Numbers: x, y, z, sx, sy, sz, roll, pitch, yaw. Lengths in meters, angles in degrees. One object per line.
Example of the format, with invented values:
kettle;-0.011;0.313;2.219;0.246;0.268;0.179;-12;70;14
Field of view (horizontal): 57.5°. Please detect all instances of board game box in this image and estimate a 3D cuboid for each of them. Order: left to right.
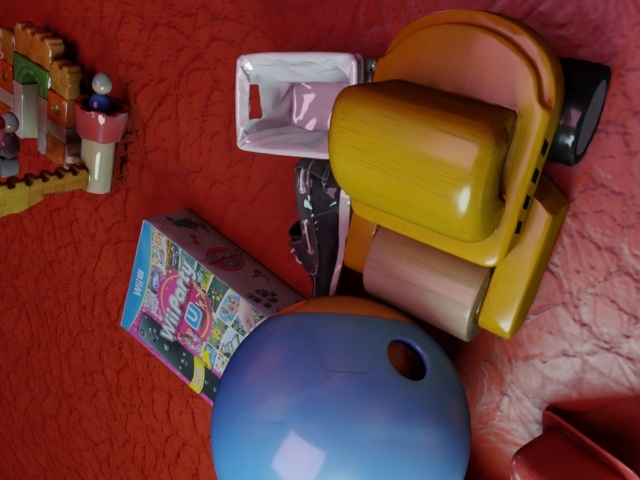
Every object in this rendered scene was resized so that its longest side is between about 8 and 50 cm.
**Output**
board game box;-0.161;0.125;0.907;0.303;0.097;0.224;35;122;22

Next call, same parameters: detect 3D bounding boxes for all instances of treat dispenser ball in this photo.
treat dispenser ball;0.021;0.206;0.657;0.288;0.288;0.288;13;113;32

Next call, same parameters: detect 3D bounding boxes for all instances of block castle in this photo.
block castle;-0.555;-0.234;0.935;0.453;0.303;0.213;30;120;23

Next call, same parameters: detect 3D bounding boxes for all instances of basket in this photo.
basket;-0.005;-0.159;0.684;0.167;0.103;0.113;12;107;33

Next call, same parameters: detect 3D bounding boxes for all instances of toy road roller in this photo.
toy road roller;0.111;-0.045;0.556;0.202;0.240;0.329;24;118;28

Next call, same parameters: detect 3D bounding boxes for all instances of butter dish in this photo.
butter dish;0.251;0.289;0.617;0.160;0.118;0.160;-144;43;-73

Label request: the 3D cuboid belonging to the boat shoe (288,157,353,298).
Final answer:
boat shoe;0.000;0.000;0.729;0.079;0.084;0.233;10;131;7
